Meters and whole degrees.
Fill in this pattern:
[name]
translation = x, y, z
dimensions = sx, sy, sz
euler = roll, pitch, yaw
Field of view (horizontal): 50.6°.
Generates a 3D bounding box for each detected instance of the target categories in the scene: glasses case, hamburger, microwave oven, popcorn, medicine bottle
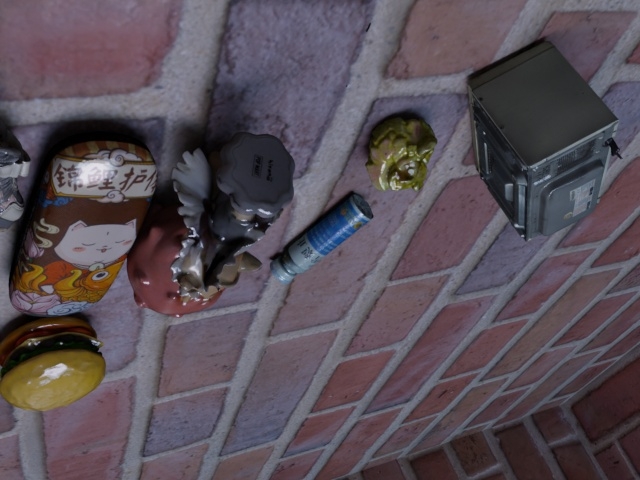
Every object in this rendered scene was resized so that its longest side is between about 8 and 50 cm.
[glasses case]
translation = -0.298, -0.008, 0.833
dimensions = 0.122, 0.082, 0.321
euler = 2, 140, -35
[hamburger]
translation = -0.407, 0.185, 1.024
dimensions = 0.162, 0.115, 0.162
euler = -20, 151, -12
[microwave oven]
translation = 0.317, -0.127, 0.988
dimensions = 0.145, 0.193, 0.240
euler = -25, 152, 3
[popcorn]
translation = 0.113, -0.122, 0.957
dimensions = 0.109, 0.089, 0.097
euler = -30, 139, 15
[medicine bottle]
translation = 0.000, 0.000, 1.094
dimensions = 0.191, 0.051, 0.051
euler = -39, 147, 22

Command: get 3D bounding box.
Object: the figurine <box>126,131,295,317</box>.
[figurine]
translation = -0.154, 0.012, 0.872
dimensions = 0.166, 0.207, 0.387
euler = 16, 144, -23

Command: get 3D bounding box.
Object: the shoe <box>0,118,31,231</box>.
[shoe]
translation = -0.347, -0.085, 0.686
dimensions = 0.092, 0.089, 0.180
euler = -35, 153, -6
